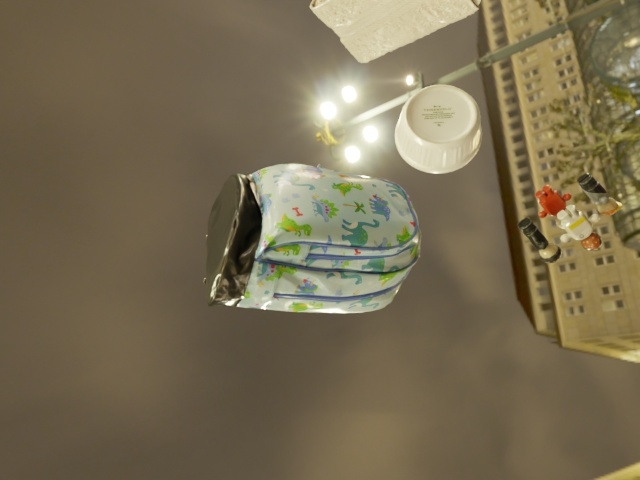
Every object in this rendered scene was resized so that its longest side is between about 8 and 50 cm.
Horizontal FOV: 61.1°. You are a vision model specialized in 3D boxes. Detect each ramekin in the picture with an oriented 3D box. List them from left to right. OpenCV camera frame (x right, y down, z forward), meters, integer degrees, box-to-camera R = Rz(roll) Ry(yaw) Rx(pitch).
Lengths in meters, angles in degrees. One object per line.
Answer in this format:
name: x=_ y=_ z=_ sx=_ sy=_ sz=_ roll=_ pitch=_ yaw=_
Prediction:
ramekin: x=0.363 y=-0.351 z=1.659 sx=0.127 sy=0.273 sz=0.272 roll=71 pitch=-161 yaw=-68

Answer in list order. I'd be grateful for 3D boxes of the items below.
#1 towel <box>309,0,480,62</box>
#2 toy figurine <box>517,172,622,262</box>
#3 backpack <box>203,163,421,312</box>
towel: x=0.145 y=-0.449 z=1.032 sx=0.187 sy=0.282 sz=0.049 roll=33 pitch=-130 yaw=-45
toy figurine: x=0.667 y=-0.055 z=1.452 sx=0.148 sy=0.210 sz=0.213 roll=46 pitch=-120 yaw=-13
backpack: x=0.000 y=0.000 z=0.965 sx=0.356 sy=0.273 sz=0.290 roll=21 pitch=-148 yaw=-21
